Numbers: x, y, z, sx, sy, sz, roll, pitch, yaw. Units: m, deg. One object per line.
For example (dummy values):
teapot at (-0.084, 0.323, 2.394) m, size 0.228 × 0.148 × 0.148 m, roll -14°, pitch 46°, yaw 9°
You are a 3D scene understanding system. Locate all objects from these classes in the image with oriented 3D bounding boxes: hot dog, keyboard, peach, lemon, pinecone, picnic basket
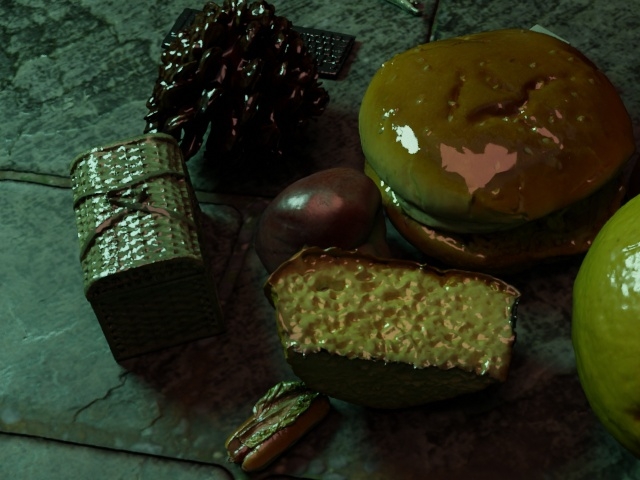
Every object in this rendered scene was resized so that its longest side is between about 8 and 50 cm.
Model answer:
hot dog at (-0.044, 0.183, 1.381) m, size 0.133 × 0.041 × 0.056 m, roll -37°, pitch 55°, yaw -21°
keyboard at (-0.083, -0.259, 1.779) m, size 0.251 × 0.017 × 0.087 m, roll 13°, pitch 52°, yaw 18°
peach at (0.000, 0.000, 1.473) m, size 0.152 × 0.152 × 0.152 m, roll -4°, pitch 50°, yaw 5°
lemon at (0.373, 0.080, 1.252) m, size 0.297 × 0.297 × 0.297 m, roll -4°, pitch 50°, yaw 5°
pinecone at (-0.092, -0.176, 1.593) m, size 0.222 × 0.221 × 0.221 m, roll -4°, pitch 50°, yaw 5°
picnic basket at (-0.193, 0.000, 1.486) m, size 0.134 × 0.154 × 0.196 m, roll -13°, pitch 49°, yaw -3°

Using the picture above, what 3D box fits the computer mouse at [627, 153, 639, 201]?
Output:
computer mouse at (0.495, -0.053, 1.484) m, size 0.310 × 0.071 × 0.158 m, roll 13°, pitch 51°, yaw 20°

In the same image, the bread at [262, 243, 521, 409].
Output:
bread at (0.065, 0.097, 1.378) m, size 0.260 × 0.134 × 0.129 m, roll 7°, pitch 60°, yaw -5°

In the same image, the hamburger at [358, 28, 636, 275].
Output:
hamburger at (0.193, -0.116, 1.520) m, size 0.290 × 0.170 × 0.314 m, roll -19°, pitch 48°, yaw -16°

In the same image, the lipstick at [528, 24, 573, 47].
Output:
lipstick at (0.306, -0.222, 1.680) m, size 0.030 × 0.030 × 0.129 m, roll -37°, pitch 55°, yaw -22°

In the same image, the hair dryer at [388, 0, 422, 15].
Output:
hair dryer at (0.090, -0.387, 1.845) m, size 0.206 × 0.075 × 0.237 m, roll -22°, pitch 58°, yaw -18°
